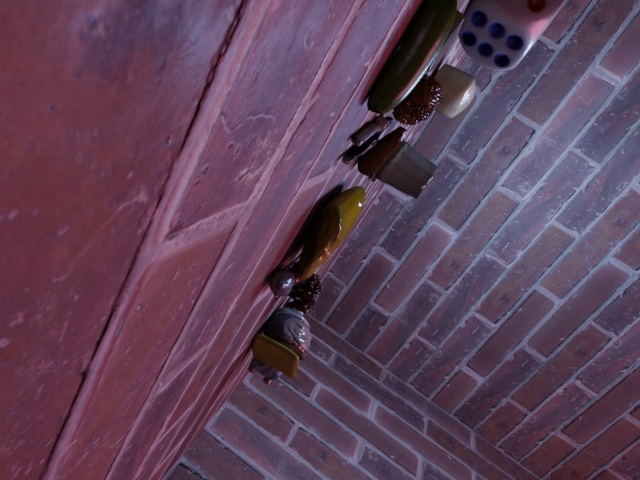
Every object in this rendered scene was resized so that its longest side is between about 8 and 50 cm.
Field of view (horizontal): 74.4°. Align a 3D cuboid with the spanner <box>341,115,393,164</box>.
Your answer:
[{"bbox_3d":[0.148,-0.306,1.207,0.325,0.040,0.095,-46,170,-50],"label":"spanner"}]

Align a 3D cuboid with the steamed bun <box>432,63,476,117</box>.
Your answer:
[{"bbox_3d":[0.565,-0.645,1.868,0.154,0.200,0.250,-54,171,-2],"label":"steamed bun"}]

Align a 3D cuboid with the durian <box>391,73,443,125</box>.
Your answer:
[{"bbox_3d":[0.299,-0.432,1.296,0.158,0.136,0.168,-33,-178,42],"label":"durian"}]

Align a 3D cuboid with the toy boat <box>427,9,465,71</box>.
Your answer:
[{"bbox_3d":[0.316,-0.538,1.152,0.188,0.061,0.116,-54,174,-4],"label":"toy boat"}]

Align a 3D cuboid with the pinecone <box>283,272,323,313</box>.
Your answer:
[{"bbox_3d":[-0.075,0.221,1.804,0.195,0.150,0.179,-56,174,1],"label":"pinecone"}]

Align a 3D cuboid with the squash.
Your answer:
[{"bbox_3d":[0.205,-0.402,0.922,0.292,0.082,0.082,-57,174,18],"label":"squash"}]

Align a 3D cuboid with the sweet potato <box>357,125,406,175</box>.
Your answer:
[{"bbox_3d":[0.185,-0.277,1.335,0.075,0.075,0.273,-53,-176,-24],"label":"sweet potato"}]

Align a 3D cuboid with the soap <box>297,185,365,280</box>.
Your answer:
[{"bbox_3d":[0.039,-0.045,1.427,0.305,0.115,0.427,-62,173,23],"label":"soap"}]

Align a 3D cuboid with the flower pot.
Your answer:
[{"bbox_3d":[0.426,-0.352,2.102,0.290,0.259,0.290,-56,174,-9],"label":"flower pot"}]

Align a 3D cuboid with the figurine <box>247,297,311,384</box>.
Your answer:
[{"bbox_3d":[-0.158,0.481,2.101,0.377,0.266,0.361,-49,177,-46],"label":"figurine"}]

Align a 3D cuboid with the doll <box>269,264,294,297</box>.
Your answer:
[{"bbox_3d":[-0.122,0.129,1.323,0.227,0.075,0.102,-179,-72,-84],"label":"doll"}]

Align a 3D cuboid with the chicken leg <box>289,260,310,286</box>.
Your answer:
[{"bbox_3d":[-0.072,0.107,1.543,0.125,0.080,0.196,-43,-173,16],"label":"chicken leg"}]

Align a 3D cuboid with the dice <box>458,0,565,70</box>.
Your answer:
[{"bbox_3d":[0.701,-0.841,1.540,0.304,0.277,0.304,-53,177,-7],"label":"dice"}]
